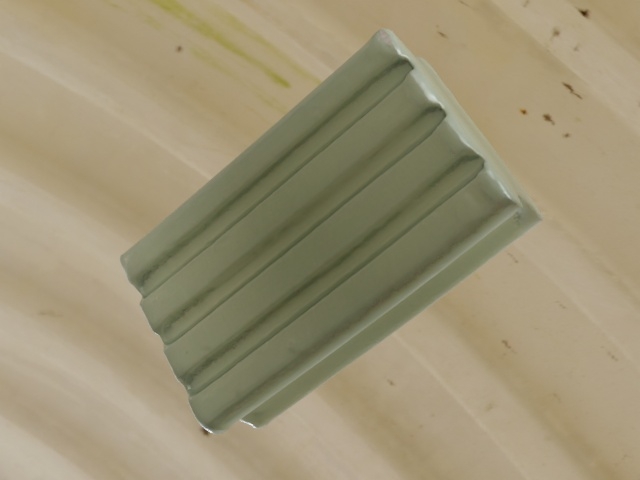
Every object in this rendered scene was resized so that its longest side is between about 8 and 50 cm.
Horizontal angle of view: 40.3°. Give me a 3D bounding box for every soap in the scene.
[{"bbox_3d":[0.000,0.000,0.622,0.265,0.087,0.159,-39,-113,17],"label":"soap"}]
